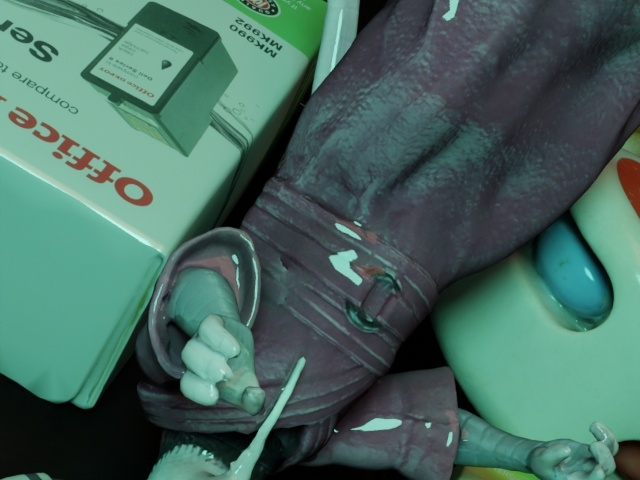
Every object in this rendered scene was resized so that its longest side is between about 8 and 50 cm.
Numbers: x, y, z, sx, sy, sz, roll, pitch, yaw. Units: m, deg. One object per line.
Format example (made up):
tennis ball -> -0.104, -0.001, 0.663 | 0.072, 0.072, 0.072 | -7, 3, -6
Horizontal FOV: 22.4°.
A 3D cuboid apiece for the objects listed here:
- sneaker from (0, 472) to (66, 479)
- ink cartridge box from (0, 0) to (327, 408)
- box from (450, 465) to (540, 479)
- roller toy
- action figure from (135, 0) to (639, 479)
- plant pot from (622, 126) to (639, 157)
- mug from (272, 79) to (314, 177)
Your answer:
sneaker -> -0.028, 0.183, 0.582 | 0.127, 0.126, 0.321 | -12, 30, -24
ink cartridge box -> -0.137, -0.075, 0.878 | 0.211, 0.121, 0.289 | 31, 36, -1
box -> 0.114, 0.253, 0.726 | 0.232, 0.058, 0.322 | 33, 35, 2
roller toy -> 0.173, 0.048, 0.905 | 0.209, 0.146, 0.191 | 47, 22, -2
action figure -> 0.000, 0.000, 0.753 | 0.276, 0.370, 0.248 | 33, -6, 47
plant pot -> 0.190, -0.128, 1.237 | 0.236, 0.032, 0.236 | 21, 32, -14
mug -> 0.040, -0.025, 0.965 | 0.150, 0.113, 0.169 | 29, 38, -1
